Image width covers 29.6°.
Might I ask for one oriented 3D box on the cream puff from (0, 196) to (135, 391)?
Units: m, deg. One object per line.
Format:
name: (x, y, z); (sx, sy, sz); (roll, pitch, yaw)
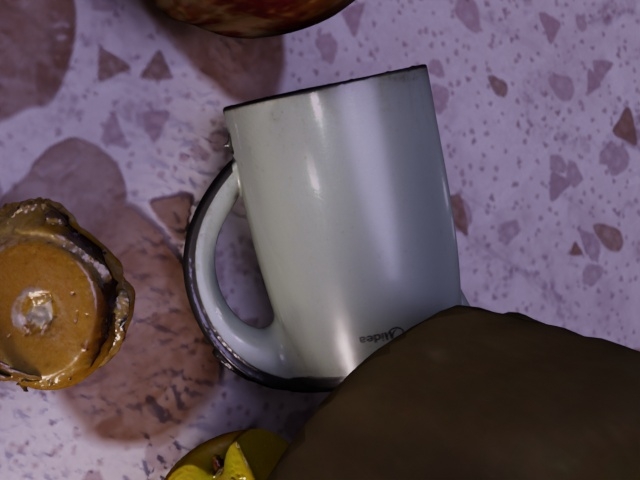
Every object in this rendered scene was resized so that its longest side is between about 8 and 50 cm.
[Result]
cream puff: (-0.193, 0.037, 0.836); (0.119, 0.104, 0.133); (-20, 91, 1)

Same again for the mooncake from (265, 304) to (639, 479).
mooncake: (0.129, 0.282, 0.849); (0.467, 0.262, 0.467); (-33, 135, -42)

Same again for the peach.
peach: (-0.055, 0.213, 0.910); (0.151, 0.118, 0.151); (3, 70, -9)

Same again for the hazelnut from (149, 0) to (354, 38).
hazelnut: (-0.052, -0.247, 0.885); (0.234, 0.218, 0.218); (28, 73, -28)

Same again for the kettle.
kettle: (0.000, 0.000, 0.945); (0.221, 0.161, 0.236); (-13, 98, -5)
